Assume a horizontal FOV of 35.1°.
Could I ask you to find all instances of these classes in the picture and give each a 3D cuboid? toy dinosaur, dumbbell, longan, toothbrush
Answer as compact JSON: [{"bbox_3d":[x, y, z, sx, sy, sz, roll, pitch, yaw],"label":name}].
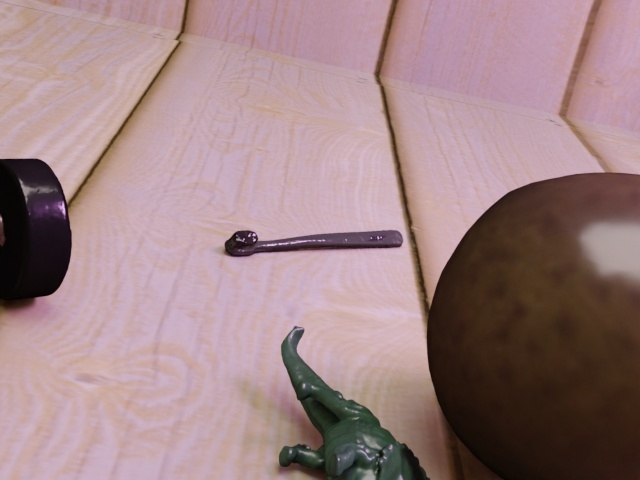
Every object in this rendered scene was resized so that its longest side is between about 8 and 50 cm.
[{"bbox_3d":[0.007,0.177,0.902,0.120,0.079,0.292,2,26,-40],"label":"toy dinosaur"},{"bbox_3d":[-0.381,-0.007,1.026,0.218,0.152,0.152,-4,28,-38],"label":"dumbbell"},{"bbox_3d":[0.279,0.095,0.965,0.361,0.361,0.361,11,22,-5],"label":"longan"},{"bbox_3d":[0.000,0.000,1.399,0.297,0.030,0.030,-2,52,-37],"label":"toothbrush"}]
